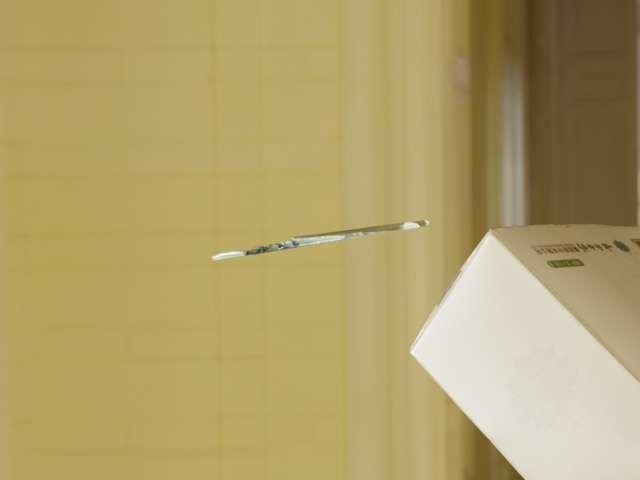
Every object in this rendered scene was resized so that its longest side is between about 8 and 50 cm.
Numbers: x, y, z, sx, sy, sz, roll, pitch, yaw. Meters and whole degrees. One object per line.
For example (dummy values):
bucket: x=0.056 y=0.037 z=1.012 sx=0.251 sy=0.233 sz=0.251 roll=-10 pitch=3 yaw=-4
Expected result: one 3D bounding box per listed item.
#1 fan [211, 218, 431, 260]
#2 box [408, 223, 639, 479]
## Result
fan: x=0.000 y=0.000 z=1.351 sx=0.131 sy=0.009 sz=0.240 roll=-7 pitch=178 yaw=-36
box: x=0.182 y=0.077 z=1.025 sx=0.212 sy=0.095 sz=0.168 roll=-2 pitch=-137 yaw=-49
